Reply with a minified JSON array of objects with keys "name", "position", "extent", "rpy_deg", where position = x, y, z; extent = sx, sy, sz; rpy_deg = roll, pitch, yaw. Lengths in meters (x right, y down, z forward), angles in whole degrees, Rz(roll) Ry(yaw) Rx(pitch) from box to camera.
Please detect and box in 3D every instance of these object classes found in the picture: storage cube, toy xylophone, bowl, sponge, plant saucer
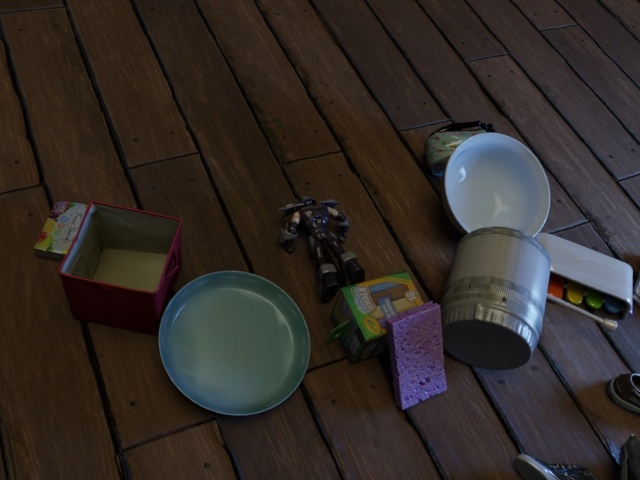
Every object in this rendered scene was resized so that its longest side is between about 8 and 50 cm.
[{"name":"storage cube","position":[-0.401,0.062,1.271],"extent":[0.215,0.193,0.183],"rpy_deg":[13,54,-5]},{"name":"toy xylophone","position":[0.637,0.104,1.533],"extent":[0.323,0.081,0.236],"rpy_deg":[28,55,8]},{"name":"bowl","position":[0.425,-0.115,1.580],"extent":[0.298,0.134,0.297],"rpy_deg":[3,78,-14]},{"name":"sponge","position":[0.202,0.240,1.286],"extent":[0.117,0.210,0.031],"rpy_deg":[-17,22,-21]},{"name":"plant saucer","position":[-0.178,0.212,1.286],"extent":[0.318,0.043,0.317],"rpy_deg":[10,58,-16]}]

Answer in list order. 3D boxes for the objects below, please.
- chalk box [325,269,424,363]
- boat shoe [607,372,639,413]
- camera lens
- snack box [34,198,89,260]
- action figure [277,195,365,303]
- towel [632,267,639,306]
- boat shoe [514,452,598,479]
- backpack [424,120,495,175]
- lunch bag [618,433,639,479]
[{"name":"chalk box","position":[0.108,0.173,1.342],"extent":[0.213,0.132,0.132],"rpy_deg":[-12,60,-21]},{"name":"boat shoe","position":[0.786,0.368,1.376],"extent":[0.257,0.095,0.095],"rpy_deg":[19,54,1]},{"name":"camera lens","position":[0.392,0.123,1.383],"extent":[0.219,0.219,0.274],"rpy_deg":[21,55,3]},{"name":"snack box","position":[-0.568,-0.021,1.387],"extent":[0.100,0.037,0.141],"rpy_deg":[11,55,-6]},{"name":"action figure","position":[0.000,0.000,1.464],"extent":[0.185,0.099,0.285],"rpy_deg":[-15,57,-13]},{"name":"towel","position":[0.956,0.154,1.588],"extent":[0.282,0.049,0.187],"rpy_deg":[30,56,9]},{"name":"boat shoe","position":[0.487,0.481,1.259],"extent":[0.183,0.065,0.083],"rpy_deg":[38,55,6]},{"name":"backpack","position":[0.378,-0.245,1.684],"extent":[0.182,0.152,0.115],"rpy_deg":[-2,58,-5]},{"name":"lunch bag","position":[0.703,0.542,1.172],"extent":[0.256,0.212,0.305],"rpy_deg":[13,50,18]}]
